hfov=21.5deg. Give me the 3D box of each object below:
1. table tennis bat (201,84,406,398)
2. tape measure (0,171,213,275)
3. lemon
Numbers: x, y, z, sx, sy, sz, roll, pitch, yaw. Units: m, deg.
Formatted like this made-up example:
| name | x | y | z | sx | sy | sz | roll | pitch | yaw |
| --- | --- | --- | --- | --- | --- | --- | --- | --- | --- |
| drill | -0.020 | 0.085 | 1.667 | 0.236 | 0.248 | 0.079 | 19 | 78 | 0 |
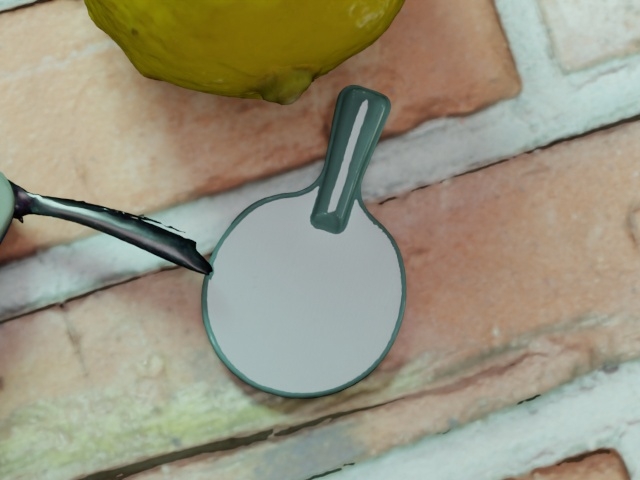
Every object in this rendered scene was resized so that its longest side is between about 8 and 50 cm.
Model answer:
| name | x | y | z | sx | sy | sz | roll | pitch | yaw |
| --- | --- | --- | --- | --- | --- | --- | --- | --- | --- |
| table tennis bat | 0.000 | 0.000 | 1.241 | 0.149 | 0.038 | 0.237 | 16 | 86 | -1 |
| tape measure | -0.274 | 0.022 | 1.189 | 0.351 | 0.098 | 0.215 | 27 | 80 | -6 |
| lemon | -0.057 | -0.238 | 1.160 | 0.260 | 0.260 | 0.284 | -30 | 60 | -8 |
